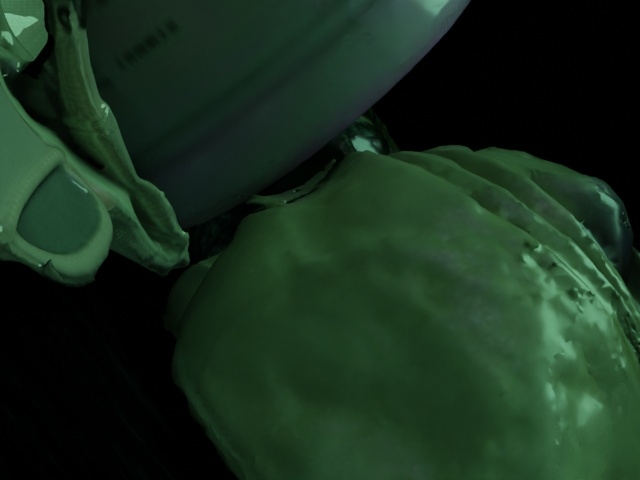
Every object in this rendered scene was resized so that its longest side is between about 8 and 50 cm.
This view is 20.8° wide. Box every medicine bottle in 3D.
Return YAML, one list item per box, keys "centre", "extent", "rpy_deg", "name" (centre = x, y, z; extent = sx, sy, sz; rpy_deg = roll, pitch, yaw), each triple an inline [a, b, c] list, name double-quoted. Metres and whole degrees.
- centre: [-0.098, -0.188, 0.806]
  extent: [0.325, 0.212, 0.212]
  rpy_deg: [51, 1, -13]
  name: "medicine bottle"

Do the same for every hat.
- centre: [-0.112, -0.091, 0.588]
  extent: [0.164, 0.220, 0.226]
  rpy_deg: [15, 14, 32]
  name: "hat"

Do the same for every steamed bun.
- centre: [0.067, 0.073, 0.787]
  extent: [0.275, 0.206, 0.320]
  rpy_deg: [53, -2, -25]
  name: "steamed bun"

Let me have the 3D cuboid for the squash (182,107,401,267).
- centre: [0.000, 0.000, 1.156]
  extent: [0.252, 0.165, 0.252]
  rpy_deg: [57, -1, 2]
  name: "squash"
